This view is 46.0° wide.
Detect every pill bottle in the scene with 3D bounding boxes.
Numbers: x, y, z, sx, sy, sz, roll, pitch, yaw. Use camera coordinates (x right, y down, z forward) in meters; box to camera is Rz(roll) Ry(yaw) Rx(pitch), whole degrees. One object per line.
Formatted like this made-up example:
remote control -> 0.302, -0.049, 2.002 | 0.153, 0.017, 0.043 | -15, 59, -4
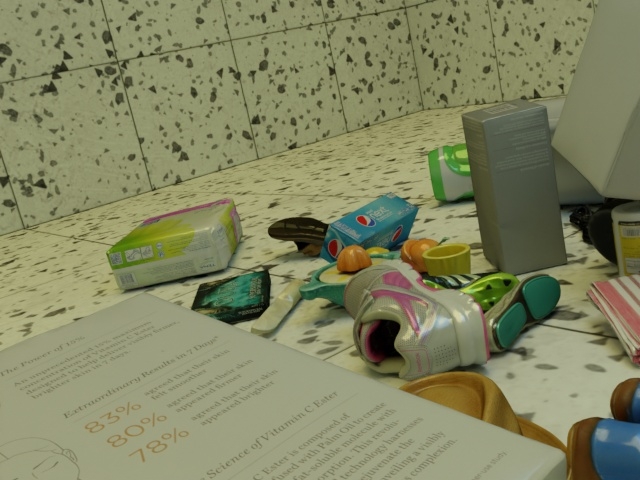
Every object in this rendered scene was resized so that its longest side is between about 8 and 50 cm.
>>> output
pill bottle -> 0.479, -0.057, 1.053 | 0.219, 0.122, 0.123 | -34, 22, -25
pill bottle -> 0.384, 0.015, 0.892 | 0.065, 0.116, 0.065 | -11, 14, 3

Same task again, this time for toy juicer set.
toy juicer set -> 0.049, 0.043, 1.140 | 0.329, 0.089, 0.209 | -13, 14, -2

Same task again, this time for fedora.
fedora -> 0.108, 0.161, 0.621 | 0.195, 0.079, 0.194 | -12, 14, 3

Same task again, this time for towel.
towel -> 0.402, 0.071, 0.800 | 0.197, 0.029, 0.144 | -9, 24, 3

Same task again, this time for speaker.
speaker -> 0.385, -0.162, 1.604 | 0.297, 0.131, 0.131 | -9, 14, 13

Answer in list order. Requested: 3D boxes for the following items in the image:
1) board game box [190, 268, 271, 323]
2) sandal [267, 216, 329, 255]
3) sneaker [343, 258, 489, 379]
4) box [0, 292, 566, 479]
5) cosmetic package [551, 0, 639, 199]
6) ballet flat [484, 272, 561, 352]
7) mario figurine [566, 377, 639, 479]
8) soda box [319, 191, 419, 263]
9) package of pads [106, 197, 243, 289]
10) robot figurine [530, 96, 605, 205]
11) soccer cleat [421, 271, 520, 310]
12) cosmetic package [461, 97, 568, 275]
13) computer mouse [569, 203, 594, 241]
board game box -> -0.145, 0.095, 1.232 | 0.126, 0.026, 0.186 | -12, 13, -1
sandal -> 0.000, 0.000, 1.446 | 0.220, 0.060, 0.090 | 7, 25, 15
sneaker -> 0.081, 0.091, 0.884 | 0.111, 0.102, 0.252 | -16, 13, -22
box -> -0.073, 0.176, 0.422 | 0.345, 0.168, 0.215 | 14, 28, 41
cosmetic package -> 0.542, -0.161, 0.897 | 0.454, 0.230, 0.161 | 6, 28, -11
ballet flat -> 0.227, 0.082, 0.899 | 0.052, 0.057, 0.168 | -13, 9, 46
mario figurine -> 0.314, 0.164, 0.432 | 0.321, 0.170, 0.198 | -11, 45, 54
soda box -> 0.090, -0.016, 1.338 | 0.067, 0.071, 0.210 | 32, 35, 23
package of pads -> -0.287, 0.004, 1.580 | 0.229, 0.101, 0.296 | -12, 14, 6
robot figurine -> 0.489, -0.165, 1.361 | 0.354, 0.199, 0.300 | -2, -7, 39
soccer cleat -> 0.173, 0.071, 0.998 | 0.179, 0.060, 0.072 | -5, 4, 4
cosmetic package -> 0.285, -0.079, 1.118 | 0.107, 0.237, 0.127 | -15, 16, 0
computer mouse -> 0.528, -0.057, 1.182 | 0.262, 0.060, 0.184 | -9, 13, 17
